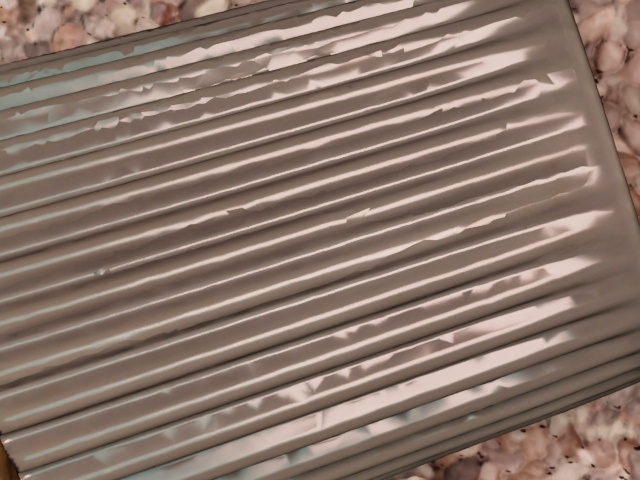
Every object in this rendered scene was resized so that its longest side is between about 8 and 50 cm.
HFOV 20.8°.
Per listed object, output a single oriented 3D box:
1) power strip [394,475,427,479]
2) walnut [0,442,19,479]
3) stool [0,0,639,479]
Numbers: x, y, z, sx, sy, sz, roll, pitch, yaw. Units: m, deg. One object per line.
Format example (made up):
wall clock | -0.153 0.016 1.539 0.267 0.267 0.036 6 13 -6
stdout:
power strip | 0.001 0.249 0.971 0.058 0.098 0.338 21 124 -22
walnut | -0.317 0.098 1.025 0.253 0.282 0.277 -29 120 20
stool | 0.000 0.000 0.959 0.330 0.297 0.297 -17 85 7
